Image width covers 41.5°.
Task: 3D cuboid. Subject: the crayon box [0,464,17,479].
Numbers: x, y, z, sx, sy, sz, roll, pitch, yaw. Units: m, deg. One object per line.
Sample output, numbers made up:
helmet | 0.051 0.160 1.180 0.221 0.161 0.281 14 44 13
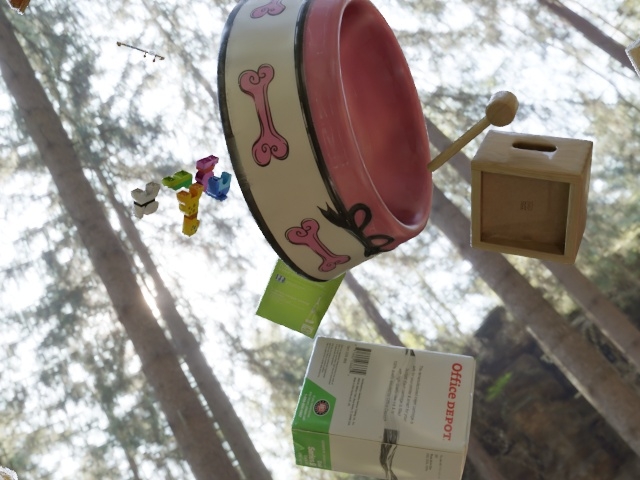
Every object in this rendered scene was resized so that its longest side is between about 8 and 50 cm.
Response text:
crayon box | -0.352 0.310 0.738 0.081 0.318 0.202 40 -96 -25

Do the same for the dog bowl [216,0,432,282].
dog bowl | 0.029 -0.155 1.159 0.150 0.408 0.408 -13 -31 25

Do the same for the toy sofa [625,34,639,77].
toy sofa | 0.556 -0.235 0.977 0.150 0.362 0.177 54 -130 -18

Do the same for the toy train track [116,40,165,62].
toy train track | -0.304 -0.316 1.424 0.083 0.048 0.014 17 -74 -13

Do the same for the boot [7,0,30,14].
boot | -0.420 -0.381 1.029 0.152 0.197 0.073 4 -13 -34

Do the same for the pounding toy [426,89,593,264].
pounding toy | 0.227 -0.093 1.010 0.094 0.181 0.206 -54 -34 -46

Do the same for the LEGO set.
LEGO set | -0.233 -0.067 1.499 0.227 0.087 0.093 -34 -39 -52

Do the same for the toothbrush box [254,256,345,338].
toothbrush box | 0.000 0.000 1.481 0.122 0.206 0.283 23 -44 -2

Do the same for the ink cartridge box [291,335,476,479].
ink cartridge box | 0.114 0.296 1.462 0.289 0.211 0.122 7 -47 11
